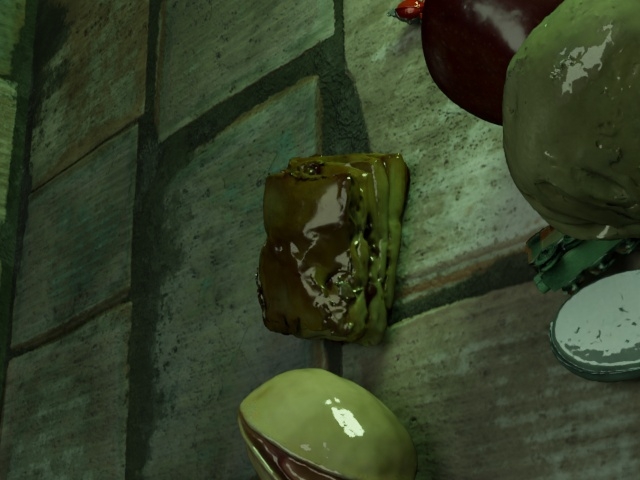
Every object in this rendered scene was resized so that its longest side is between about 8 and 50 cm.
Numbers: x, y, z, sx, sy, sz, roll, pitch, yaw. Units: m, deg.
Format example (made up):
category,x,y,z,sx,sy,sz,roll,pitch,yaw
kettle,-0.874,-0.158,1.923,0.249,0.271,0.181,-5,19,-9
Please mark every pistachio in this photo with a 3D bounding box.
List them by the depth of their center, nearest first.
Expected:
category,x,y,z,sx,sy,sz,roll,pitch,yaw
pistachio,0.006,0.316,1.781,0.309,0.229,0.230,40,110,42

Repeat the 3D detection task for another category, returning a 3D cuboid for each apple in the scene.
category,x,y,z,sx,sy,sz,roll,pitch,yaw
apple,0.281,-0.286,1.602,0.317,0.288,0.288,49,117,40

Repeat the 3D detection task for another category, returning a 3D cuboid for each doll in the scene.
category,x,y,z,sx,sy,sz,roll,pitch,yaw
doll,0.157,-0.384,1.996,0.114,0.039,0.057,3,107,45

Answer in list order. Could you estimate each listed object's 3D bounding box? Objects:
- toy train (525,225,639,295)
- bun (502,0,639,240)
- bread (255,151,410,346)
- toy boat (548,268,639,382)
category,x,y,z,sx,sy,sz,roll,pitch,yaw
toy train,0.346,-0.005,1.562,0.176,0.074,0.118,-43,14,23
bun,0.377,-0.156,1.360,0.362,0.326,0.235,-34,47,12
bread,0.000,0.000,1.953,0.277,0.167,0.325,2,78,53
toy boat,0.386,0.109,1.497,0.207,0.078,0.134,-23,65,35
